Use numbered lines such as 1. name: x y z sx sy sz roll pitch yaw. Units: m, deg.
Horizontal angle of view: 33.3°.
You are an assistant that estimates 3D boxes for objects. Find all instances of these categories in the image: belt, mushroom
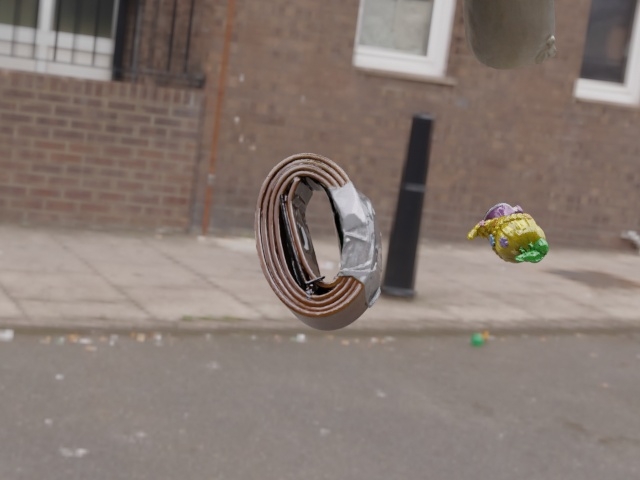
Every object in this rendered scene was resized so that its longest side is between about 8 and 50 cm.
1. belt: 0.000 0.000 1.627 0.184 0.261 0.105 -18 -20 6
2. mushroom: 0.290 -0.395 1.651 0.137 0.154 0.407 -25 -25 -3

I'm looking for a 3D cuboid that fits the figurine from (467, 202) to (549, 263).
1. figurine: 0.333 0.001 1.905 0.115 0.095 0.156 -20 38 -7
